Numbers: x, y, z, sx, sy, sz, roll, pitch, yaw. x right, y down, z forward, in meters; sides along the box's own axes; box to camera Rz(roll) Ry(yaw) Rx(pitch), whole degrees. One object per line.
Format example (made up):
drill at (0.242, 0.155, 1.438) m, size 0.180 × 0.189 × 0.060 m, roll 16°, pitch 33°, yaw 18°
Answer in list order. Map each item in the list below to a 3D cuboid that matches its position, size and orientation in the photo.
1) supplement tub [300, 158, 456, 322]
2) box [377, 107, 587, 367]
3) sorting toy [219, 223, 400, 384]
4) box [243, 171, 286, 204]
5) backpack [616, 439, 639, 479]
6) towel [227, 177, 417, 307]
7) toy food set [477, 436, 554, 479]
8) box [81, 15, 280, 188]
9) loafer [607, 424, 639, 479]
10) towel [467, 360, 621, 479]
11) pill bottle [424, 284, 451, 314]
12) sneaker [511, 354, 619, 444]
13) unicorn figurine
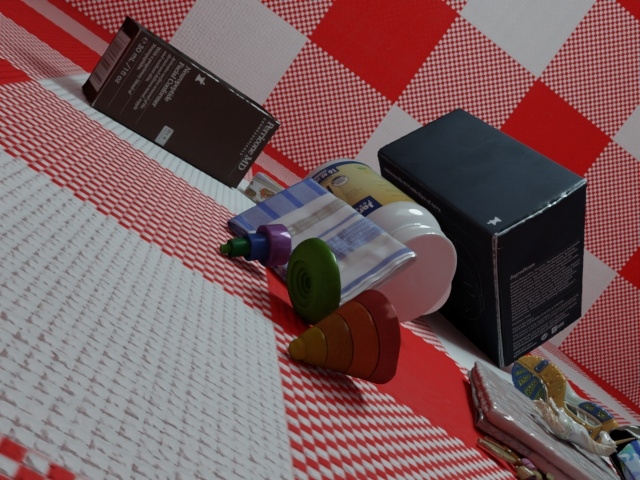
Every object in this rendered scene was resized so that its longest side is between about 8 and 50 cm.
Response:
supplement tub at (0.096, -0.004, 1.418) m, size 0.228 × 0.228 × 0.316 m, roll 29°, pitch 10°, yaw -42°
box at (0.422, -0.015, 1.905) m, size 0.480 × 0.297 × 0.472 m, roll 45°, pitch -21°, yaw 45°
sorting toy at (-0.041, 0.074, 0.979) m, size 0.126 × 0.127 × 0.365 m, roll -5°, pitch 28°, yaw -30°
box at (-0.033, -0.042, 1.688) m, size 0.324 × 0.063 × 0.067 m, roll 37°, pitch 9°, yaw 7°
backpack at (0.570, 0.398, 0.989) m, size 0.290 × 0.273 × 0.356 m, roll 37°, pitch 43°, yaw -30°
towel at (0.000, 0.000, 1.228) m, size 0.285 × 0.209 × 0.034 m, roll 39°, pitch -35°, yaw 32°
toy food set at (0.287, 0.330, 1.067) m, size 0.122 × 0.019 × 0.078 m, roll 30°, pitch 6°, yaw 16°
box at (-0.297, -0.291, 1.567) m, size 0.381 × 0.191 × 0.143 m, roll 29°, pitch 11°, yaw -38°
loafer at (0.595, 0.455, 1.212) m, size 0.130 × 0.134 × 0.366 m, roll 26°, pitch 17°, yaw -29°
towel at (0.399, 0.355, 1.264) m, size 0.317 × 0.053 × 0.332 m, roll 36°, pitch 8°, yaw 5°
pill bottle at (0.217, 0.071, 1.736) m, size 0.161 × 0.161 × 0.283 m, roll 35°, pitch 8°, yaw -10°
sneaker at (0.558, 0.388, 1.654) m, size 0.296 × 0.112 × 0.131 m, roll 46°, pitch -4°, yaw 45°
unicorn figurine at (0.437, 0.325, 1.242) m, size 0.161 × 0.060 × 0.111 m, roll 13°, pitch 19°, yaw -29°
